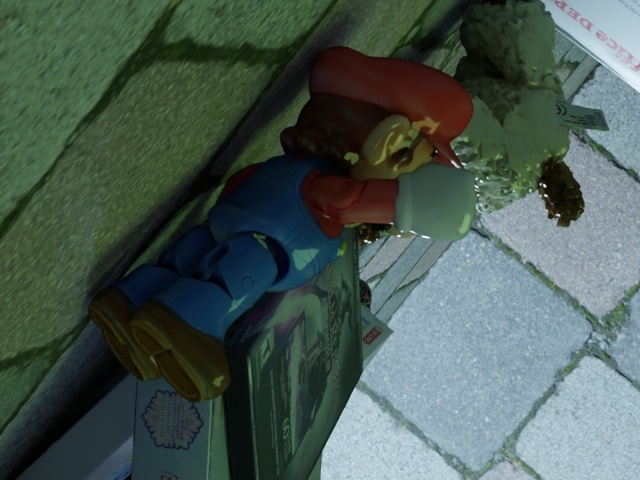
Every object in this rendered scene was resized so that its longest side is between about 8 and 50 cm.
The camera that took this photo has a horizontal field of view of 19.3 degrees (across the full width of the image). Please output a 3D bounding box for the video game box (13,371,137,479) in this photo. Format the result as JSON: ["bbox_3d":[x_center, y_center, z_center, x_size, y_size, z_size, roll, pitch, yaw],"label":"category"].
[{"bbox_3d":[-0.170,0.165,1.608,0.205,0.048,0.187,-43,170,15],"label":"video game box"}]

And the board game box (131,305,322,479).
[{"bbox_3d":[-0.073,0.228,1.550,0.318,0.066,0.318,-23,118,-72],"label":"board game box"}]

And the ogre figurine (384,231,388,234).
[{"bbox_3d":[0.131,-0.092,2.063,0.197,0.097,0.118,-24,167,-48],"label":"ogre figurine"}]

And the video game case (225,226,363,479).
[{"bbox_3d":[-0.016,0.099,1.525,0.274,0.026,0.196,-57,149,-55],"label":"video game case"}]

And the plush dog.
[{"bbox_3d":[0.124,-0.084,1.800,0.225,0.211,0.262,-21,-161,52],"label":"plush dog"}]

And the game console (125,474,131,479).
[{"bbox_3d":[-0.275,0.343,1.788,0.361,0.044,0.213,-44,-174,29],"label":"game console"}]

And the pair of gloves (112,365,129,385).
[{"bbox_3d":[-0.070,0.029,1.649,0.240,0.042,0.204,-31,167,-49],"label":"pair of gloves"}]

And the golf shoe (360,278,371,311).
[{"bbox_3d":[0.004,0.116,2.527,0.186,0.067,0.086,-55,-160,22],"label":"golf shoe"}]

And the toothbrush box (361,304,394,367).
[{"bbox_3d":[-0.063,0.205,2.306,0.283,0.122,0.206,-56,171,33],"label":"toothbrush box"}]

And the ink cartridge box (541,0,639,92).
[{"bbox_3d":[0.330,-0.292,1.787,0.121,0.211,0.289,-47,174,-31],"label":"ink cartridge box"}]

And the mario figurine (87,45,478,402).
[{"bbox_3d":[0.000,0.000,1.373,0.320,0.198,0.170,-43,153,-18],"label":"mario figurine"}]
